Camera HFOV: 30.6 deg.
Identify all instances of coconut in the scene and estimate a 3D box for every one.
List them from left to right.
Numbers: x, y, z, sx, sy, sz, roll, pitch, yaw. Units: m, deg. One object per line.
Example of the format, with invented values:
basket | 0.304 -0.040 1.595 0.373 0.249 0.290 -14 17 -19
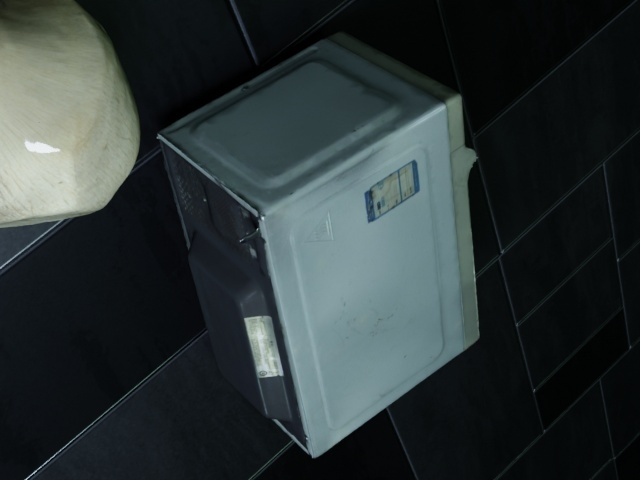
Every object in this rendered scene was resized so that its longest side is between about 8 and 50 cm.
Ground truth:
coconut | -0.257 -0.108 0.950 0.224 0.224 0.224 -24 132 -31

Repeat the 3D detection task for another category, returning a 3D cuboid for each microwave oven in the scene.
microwave oven | 0.000 0.000 1.257 0.286 0.218 0.355 -32 136 -22
